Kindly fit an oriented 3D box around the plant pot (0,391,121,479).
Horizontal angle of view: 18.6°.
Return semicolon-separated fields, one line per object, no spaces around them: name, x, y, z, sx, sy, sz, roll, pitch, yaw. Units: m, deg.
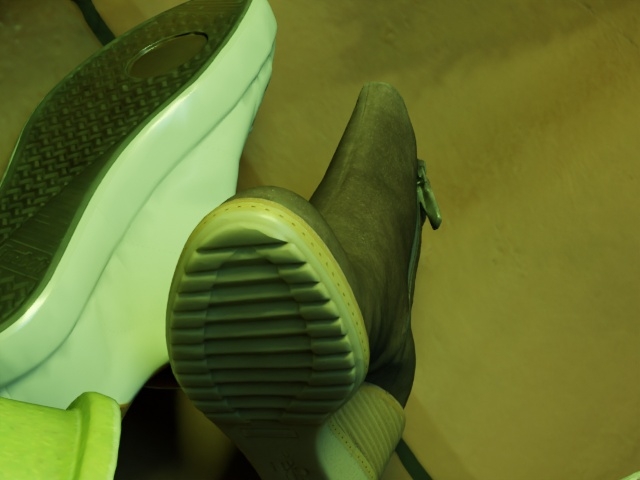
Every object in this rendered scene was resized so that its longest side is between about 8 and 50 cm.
plant pot;-0.239;0.136;0.674;0.254;0.276;0.276;23;57;-11

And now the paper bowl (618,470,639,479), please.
paper bowl;0.193;0.254;0.967;0.284;0.148;0.284;14;62;-29

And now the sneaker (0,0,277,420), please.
sneaker;-0.088;-0.004;0.943;0.123;0.106;0.290;60;41;-31

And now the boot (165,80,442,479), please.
boot;0.000;0.000;0.923;0.090;0.248;0.207;4;54;13
